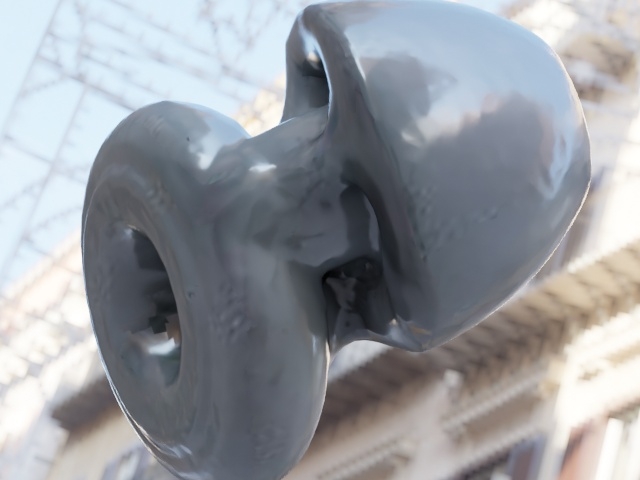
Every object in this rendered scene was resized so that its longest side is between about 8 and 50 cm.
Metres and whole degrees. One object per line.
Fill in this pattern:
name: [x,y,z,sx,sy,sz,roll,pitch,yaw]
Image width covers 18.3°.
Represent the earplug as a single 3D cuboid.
earplug: [-0.007,-0.001,1.044,0.325,0.214,0.175,-35,-22,29]
